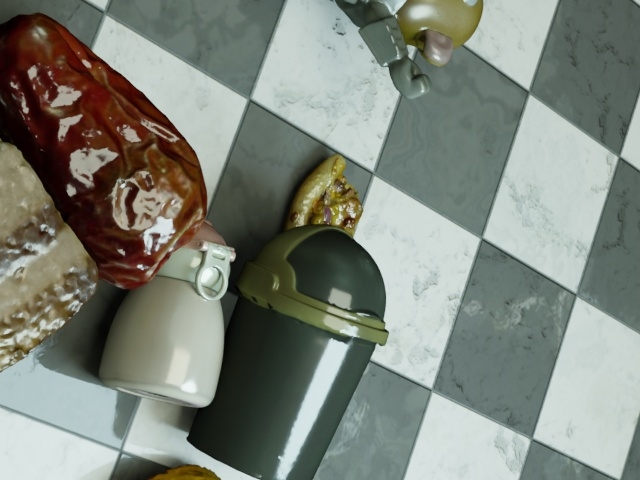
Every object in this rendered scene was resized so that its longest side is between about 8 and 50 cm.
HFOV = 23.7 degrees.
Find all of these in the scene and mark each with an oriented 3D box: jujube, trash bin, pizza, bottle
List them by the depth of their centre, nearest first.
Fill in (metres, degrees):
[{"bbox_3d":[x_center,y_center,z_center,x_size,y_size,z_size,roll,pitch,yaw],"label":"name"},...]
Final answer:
[{"bbox_3d":[-0.277,-0.111,1.783,0.342,0.216,0.216,50,62,-13],"label":"jujube"},{"bbox_3d":[-0.183,0.081,1.917,0.147,0.147,0.236,21,75,-39],"label":"bottle"},{"bbox_3d":[-0.032,0.140,1.984,0.214,0.214,0.334,25,87,-39],"label":"trash bin"},{"bbox_3d":[0.003,0.001,2.121,0.127,0.058,0.246,25,80,-39],"label":"pizza"}]

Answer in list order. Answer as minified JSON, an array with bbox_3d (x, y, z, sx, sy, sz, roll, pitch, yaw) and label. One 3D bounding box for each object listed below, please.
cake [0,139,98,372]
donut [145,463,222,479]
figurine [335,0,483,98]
[{"bbox_3d":[-0.413,-0.005,1.688,0.199,0.196,0.293,-42,113,-31],"label":"cake"},{"bbox_3d":[-0.181,0.415,1.971,0.253,0.118,0.253,-21,122,-40],"label":"donut"},{"bbox_3d":[0.106,-0.359,2.108,0.285,0.167,0.342,31,70,-34],"label":"figurine"}]
